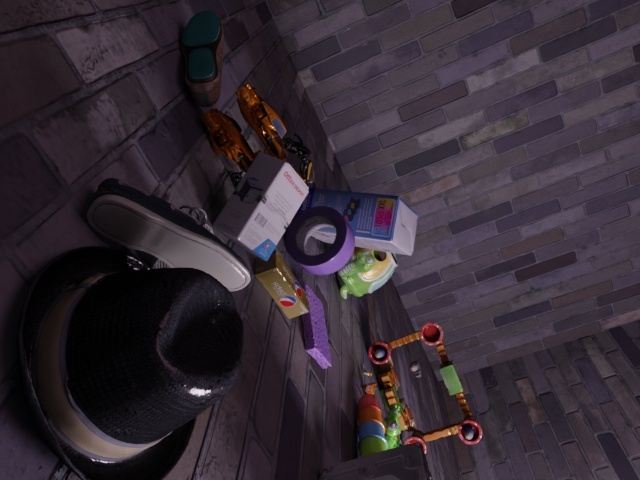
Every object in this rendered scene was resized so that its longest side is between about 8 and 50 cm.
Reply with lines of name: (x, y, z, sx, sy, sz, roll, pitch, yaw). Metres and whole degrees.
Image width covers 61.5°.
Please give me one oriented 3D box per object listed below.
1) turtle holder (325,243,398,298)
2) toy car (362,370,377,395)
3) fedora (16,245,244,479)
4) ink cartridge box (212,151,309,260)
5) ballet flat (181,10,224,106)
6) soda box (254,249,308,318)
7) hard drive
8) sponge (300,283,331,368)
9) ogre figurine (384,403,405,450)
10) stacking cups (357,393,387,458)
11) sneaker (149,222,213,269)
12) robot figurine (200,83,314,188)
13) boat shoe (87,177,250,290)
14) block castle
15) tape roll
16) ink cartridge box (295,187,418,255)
turtle holder: (0.156, 0.069, 2.013, 0.320, 0.227, 0.243, 51, 23, -55)
toy car: (0.154, 0.487, 1.816, 0.040, 0.060, 0.122, 20, 7, -11)
fedora: (-0.188, 0.128, 0.655, 0.334, 0.152, 0.334, -21, 90, -77)
ink cartridge box: (-0.123, -0.071, 1.163, 0.191, 0.082, 0.139, -60, 151, -10)
ballet flat: (-0.289, -0.445, 1.331, 0.106, 0.107, 0.316, 85, 1, -52)
soda box: (-0.092, 0.109, 1.302, 0.061, 0.058, 0.181, -97, 160, -48)
hard drive: (0.110, 0.562, 1.011, 0.339, 0.236, 0.064, -88, 154, -59)
sponge: (-0.016, 0.234, 1.477, 0.117, 0.031, 0.210, 55, 19, -47)
ogre figurine: (0.208, 0.599, 1.605, 0.096, 0.197, 0.118, 29, -1, 11)
stacking cups: (0.151, 0.557, 1.510, 0.316, 0.096, 0.096, -80, 146, -67)
sneaker: (-0.237, 0.024, 0.876, 0.051, 0.070, 0.134, 58, 45, -21)
robot figurine: (-0.147, -0.208, 1.283, 0.291, 0.211, 0.085, 56, 11, -9)
boat shoe: (-0.212, -0.005, 0.789, 0.254, 0.095, 0.079, 27, 33, -25)
block castle: (0.384, 0.556, 2.016, 0.213, 0.302, 0.454, 11, 57, -74)
tape roll: (0.000, 0.000, 1.562, 0.080, 0.188, 0.189, 49, 23, -59)
ink cartridge box: (0.095, -0.066, 1.775, 0.270, 0.395, 0.151, 26, 73, -65)
